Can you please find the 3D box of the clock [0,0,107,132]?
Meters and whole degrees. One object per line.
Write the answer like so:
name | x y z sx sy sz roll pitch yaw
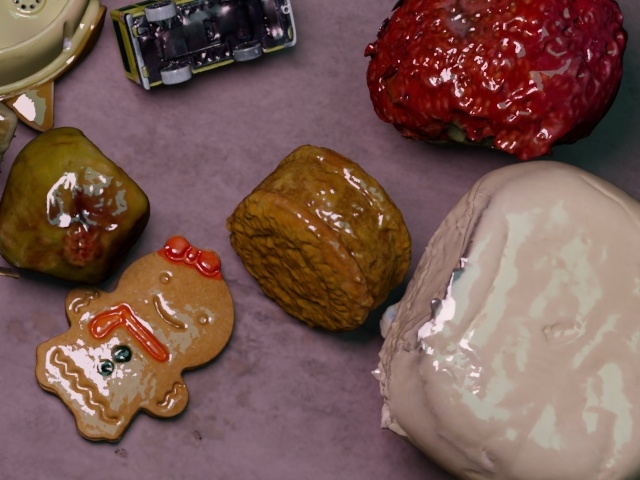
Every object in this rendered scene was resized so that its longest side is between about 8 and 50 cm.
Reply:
clock | -0.355 -0.278 1.629 0.286 0.117 0.348 -4 75 -14

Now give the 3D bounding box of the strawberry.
strawberry | 0.192 -0.203 1.666 0.274 0.274 0.220 4 103 -13

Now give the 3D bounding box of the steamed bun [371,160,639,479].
steamed bun | 0.222 0.106 1.604 0.312 0.233 0.334 36 77 -5

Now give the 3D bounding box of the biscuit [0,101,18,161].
biscuit | -0.433 -0.176 1.536 0.322 0.099 0.038 36 34 -1

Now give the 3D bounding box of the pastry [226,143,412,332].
pastry | 0.000 0.000 1.605 0.189 0.189 0.103 46 63 2

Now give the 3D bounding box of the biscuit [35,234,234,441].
biscuit | -0.176 0.096 1.611 0.225 0.036 0.166 -38 85 -21

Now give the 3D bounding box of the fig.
fig | -0.245 -0.040 1.583 0.144 0.154 0.165 28 41 -50

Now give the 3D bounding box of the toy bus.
toy bus | -0.124 -0.224 1.678 0.175 0.101 0.088 -19 108 -19

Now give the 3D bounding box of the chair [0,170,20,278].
chair | -0.448 -0.017 1.433 0.326 0.160 0.170 15 46 -45
